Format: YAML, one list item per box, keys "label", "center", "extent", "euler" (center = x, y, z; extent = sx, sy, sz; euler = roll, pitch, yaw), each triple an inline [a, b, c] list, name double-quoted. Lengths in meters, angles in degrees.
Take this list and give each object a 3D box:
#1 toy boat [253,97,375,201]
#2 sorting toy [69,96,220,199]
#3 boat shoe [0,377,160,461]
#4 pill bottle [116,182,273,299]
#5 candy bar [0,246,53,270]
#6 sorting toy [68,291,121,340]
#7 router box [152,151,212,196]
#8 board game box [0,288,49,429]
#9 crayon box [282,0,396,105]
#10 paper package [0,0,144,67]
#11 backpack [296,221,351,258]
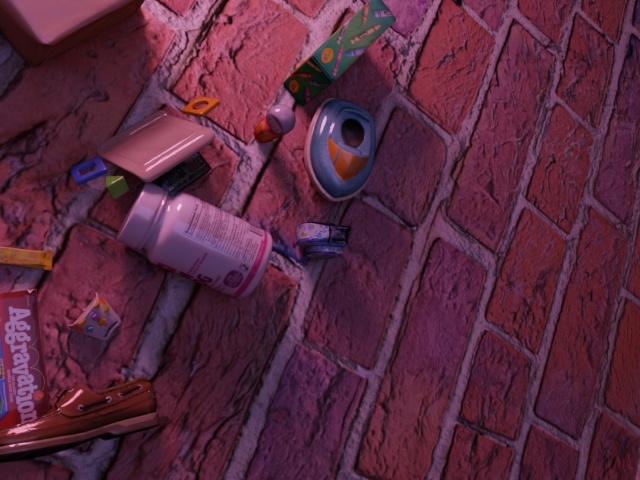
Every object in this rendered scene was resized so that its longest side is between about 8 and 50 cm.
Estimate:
- label: "toy boat"
  center: [0.002, -0.237, 1.310]
  extent: [0.318, 0.148, 0.267]
  euler: [13, 76, -26]
- label: "sorting toy"
  center: [-0.336, -0.191, 1.130]
  extent: [0.348, 0.196, 0.047]
  euler: [-40, 139, -27]
- label: "boat shoe"
  center: [-0.450, 0.322, 0.998]
  extent: [0.307, 0.111, 0.104]
  euler: [3, 64, -47]
- label: "pill bottle"
  center: [-0.257, -0.001, 1.128]
  extent: [0.283, 0.160, 0.160]
  euler: [27, 71, -21]
- label: "candy bar"
  center: [-0.592, 0.029, 1.027]
  extent: [0.162, 0.018, 0.040]
  euler: [8, 75, -26]
- label: "sorting toy"
  center: [-0.437, 0.159, 1.082]
  extent: [0.075, 0.045, 0.083]
  euler: [50, 62, -34]
- label: "router box"
  center: [-0.314, -0.158, 1.193]
  extent: [0.122, 0.038, 0.092]
  euler: [-41, 102, -27]
- label: "board game box"
  center: [-0.582, 0.237, 0.995]
  extent: [0.145, 0.027, 0.281]
  euler: [-6, 85, -30]
- label: "crayon box"
  center: [0.047, -0.471, 1.361]
  extent: [0.081, 0.165, 0.278]
  euler: [47, 65, -14]
- label: "paper package"
  center: [-0.527, -0.554, 1.041]
  extent: [0.309, 0.168, 0.324]
  euler: [-45, 113, -26]
- label: "backpack"
  center: [0.000, 0.000, 1.296]
  extent: [0.114, 0.105, 0.084]
  euler: [10, 76, -21]
